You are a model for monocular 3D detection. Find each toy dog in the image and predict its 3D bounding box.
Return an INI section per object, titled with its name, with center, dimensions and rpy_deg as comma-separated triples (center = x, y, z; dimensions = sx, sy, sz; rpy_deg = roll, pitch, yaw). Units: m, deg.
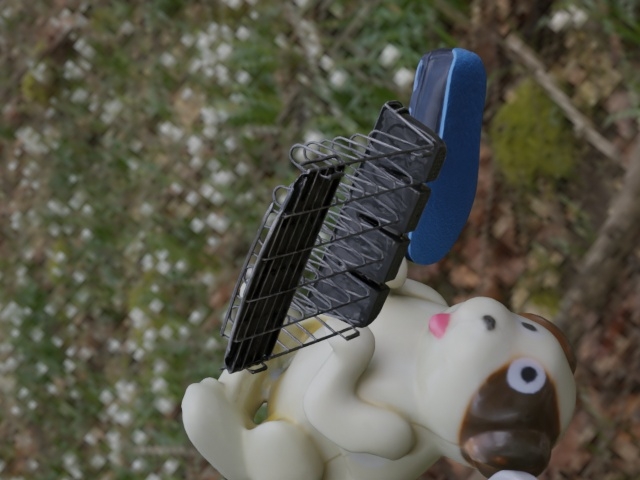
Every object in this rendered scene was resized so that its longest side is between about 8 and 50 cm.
[toy dog]
center = 0.101, 0.198, 1.878
dimensions = 0.407, 0.395, 0.284
rpy_deg = -16, 23, 34

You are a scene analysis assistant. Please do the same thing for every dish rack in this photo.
[dish rack]
center = 0.000, 0.000, 1.301
dimensions = 0.271, 0.074, 0.208
rpy_deg = -17, -48, -58

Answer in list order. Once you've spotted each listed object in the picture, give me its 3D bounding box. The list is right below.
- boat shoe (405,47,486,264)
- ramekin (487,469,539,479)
[boat shoe]
center = 0.138, -0.101, 1.892
dimensions = 0.089, 0.109, 0.258
rpy_deg = 18, 93, 50
[ramekin]
center = 0.217, 0.354, 1.474
dimensions = 0.273, 0.127, 0.273
rpy_deg = -172, 90, -79
